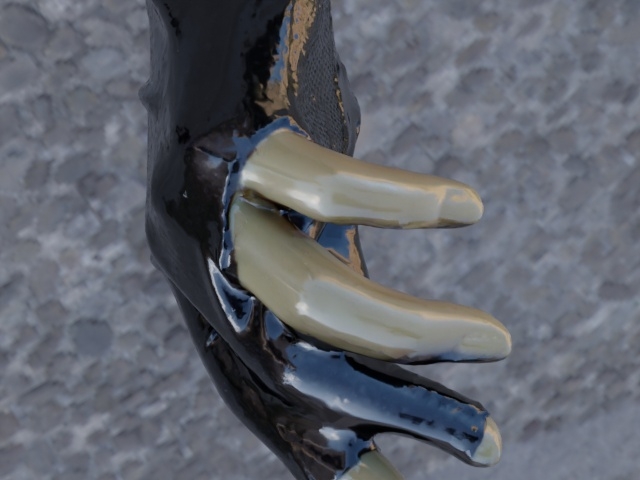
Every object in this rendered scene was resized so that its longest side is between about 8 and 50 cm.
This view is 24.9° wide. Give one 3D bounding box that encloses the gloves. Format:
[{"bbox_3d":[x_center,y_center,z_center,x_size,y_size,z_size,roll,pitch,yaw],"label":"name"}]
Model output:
[{"bbox_3d":[-0.008,-0.002,0.731,0.152,0.301,0.197,-30,165,-5],"label":"gloves"}]
